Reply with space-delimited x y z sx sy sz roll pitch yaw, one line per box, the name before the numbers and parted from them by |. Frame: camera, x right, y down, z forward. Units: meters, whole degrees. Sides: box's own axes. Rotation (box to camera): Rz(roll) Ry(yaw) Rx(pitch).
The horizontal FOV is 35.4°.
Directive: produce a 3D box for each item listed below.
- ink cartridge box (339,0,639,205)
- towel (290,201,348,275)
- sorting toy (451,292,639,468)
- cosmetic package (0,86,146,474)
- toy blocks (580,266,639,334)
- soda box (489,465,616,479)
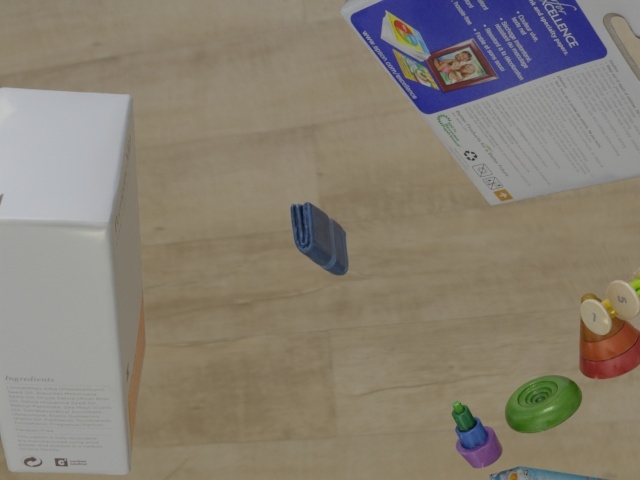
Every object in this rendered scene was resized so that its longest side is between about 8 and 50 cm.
ink cartridge box | 0.221 -0.177 1.008 0.307 0.303 0.072 -13 37 45
towel | 0.000 0.000 1.201 0.029 0.119 0.067 -13 69 19
sorting toy | 0.348 0.203 1.576 0.366 0.127 0.126 -33 108 -13
cosmetic package | -0.307 0.065 1.222 0.162 0.453 0.230 2 44 -4
toy blocks | 0.436 0.063 1.346 0.148 0.123 0.054 -25 76 -26
soda box | 0.297 0.324 1.247 0.058 0.183 0.062 -34 49 49
